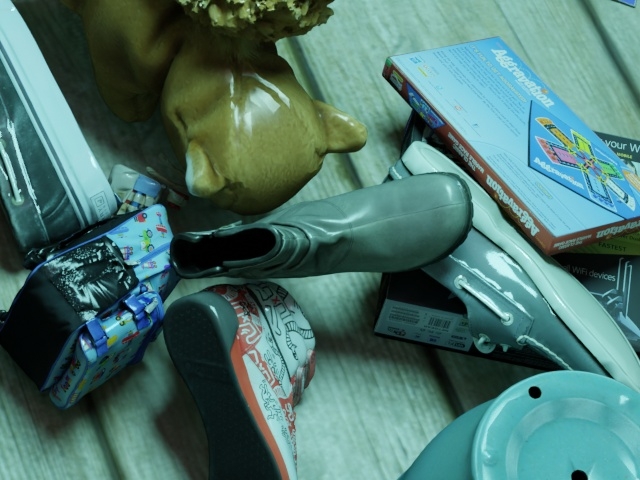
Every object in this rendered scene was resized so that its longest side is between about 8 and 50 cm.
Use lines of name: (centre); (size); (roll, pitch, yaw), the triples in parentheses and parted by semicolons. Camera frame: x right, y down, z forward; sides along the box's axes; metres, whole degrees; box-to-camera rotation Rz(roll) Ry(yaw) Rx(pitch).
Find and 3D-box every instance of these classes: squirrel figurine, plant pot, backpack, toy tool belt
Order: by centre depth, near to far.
plant pot: (0.189, 0.243, 1.591); (0.272, 0.255, 0.271); (4, 59, -7)
backpack: (-0.193, 0.051, 1.704); (0.173, 0.158, 0.117); (-33, 78, -37)
squirrel figurine: (-0.104, -0.221, 1.736); (0.281, 0.397, 0.370); (-12, 67, -27)
toy tool belt: (-0.174, -0.037, 1.820); (0.083, 0.052, 0.051); (25, 90, 9)

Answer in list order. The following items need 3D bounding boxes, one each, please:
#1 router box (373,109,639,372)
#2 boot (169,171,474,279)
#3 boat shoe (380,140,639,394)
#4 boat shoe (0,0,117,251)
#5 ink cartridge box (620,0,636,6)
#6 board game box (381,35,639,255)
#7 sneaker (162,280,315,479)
router box: (0.221, 0.003, 1.839); (0.309, 0.081, 0.243); (12, 59, -2)
boot: (0.000, 0.000, 1.651); (0.161, 0.246, 0.083); (-8, 85, -57)
boat shoe: (0.170, 0.051, 1.719); (0.319, 0.116, 0.099); (46, 106, 9)
boat shoe: (-0.320, -0.137, 1.804); (0.119, 0.121, 0.335); (-26, 63, -15)
ink cartridge box: (0.278, -0.378, 2.096); (0.208, 0.045, 0.206); (18, 58, 0)
board game box: (0.194, -0.097, 1.807); (0.145, 0.027, 0.281); (-14, 48, -31)
sneaker: (-0.044, 0.165, 1.689); (0.145, 0.090, 0.270); (-16, 88, -57)
